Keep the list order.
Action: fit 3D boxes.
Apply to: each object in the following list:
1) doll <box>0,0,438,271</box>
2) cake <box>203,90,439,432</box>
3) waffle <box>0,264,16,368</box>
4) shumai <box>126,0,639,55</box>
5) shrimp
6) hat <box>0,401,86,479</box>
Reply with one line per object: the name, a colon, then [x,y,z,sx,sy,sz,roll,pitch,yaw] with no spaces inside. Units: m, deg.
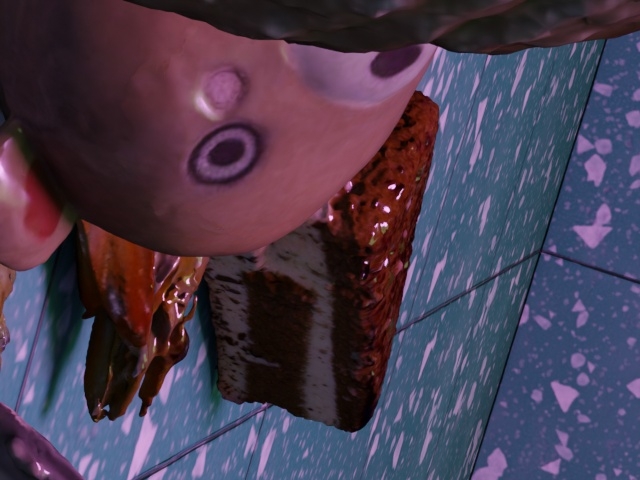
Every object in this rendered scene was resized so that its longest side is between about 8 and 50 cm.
doll: [-0.027,-0.145,0.644,0.235,0.174,0.330,-29,141,-51]
cake: [0.002,0.001,1.091,0.246,0.112,0.135,86,23,-60]
waffle: [-0.148,0.069,0.645,0.169,0.036,0.184,71,32,-77]
shumai: [-0.002,-0.234,0.357,0.397,0.324,0.323,75,20,-72]
shrimp: [-0.072,-0.037,0.834,0.145,0.061,0.267,-26,136,-61]
hat: [-0.159,0.132,0.444,0.161,0.232,0.275,12,81,-51]
